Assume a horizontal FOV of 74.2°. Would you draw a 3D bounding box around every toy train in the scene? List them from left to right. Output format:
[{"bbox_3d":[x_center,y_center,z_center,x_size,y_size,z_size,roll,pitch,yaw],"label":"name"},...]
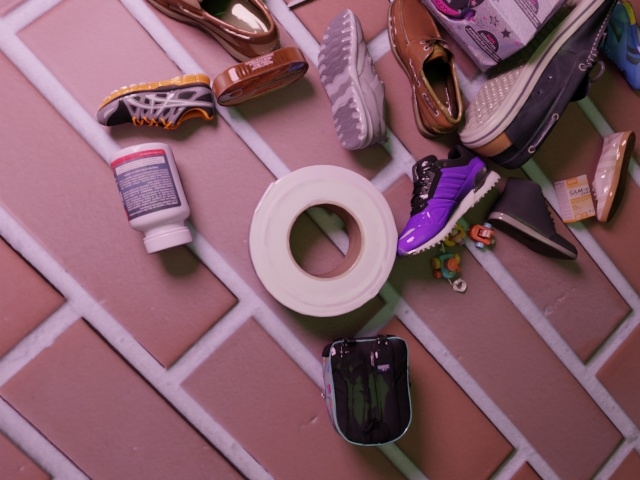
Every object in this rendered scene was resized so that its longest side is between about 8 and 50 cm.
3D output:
[{"bbox_3d":[0.314,0.024,0.916,0.125,0.046,0.166,28,83,-10],"label":"toy train"}]

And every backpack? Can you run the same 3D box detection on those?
[{"bbox_3d":[0.086,0.287,0.809,0.165,0.144,0.189,-1,66,-14],"label":"backpack"}]

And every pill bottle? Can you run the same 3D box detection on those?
[{"bbox_3d":[-0.296,-0.072,0.758,0.107,0.108,0.180,-17,92,-12],"label":"pill bottle"}]

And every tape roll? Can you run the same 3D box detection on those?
[{"bbox_3d":[0.000,0.000,0.824,0.285,0.100,0.287,0,90,-12],"label":"tape roll"}]

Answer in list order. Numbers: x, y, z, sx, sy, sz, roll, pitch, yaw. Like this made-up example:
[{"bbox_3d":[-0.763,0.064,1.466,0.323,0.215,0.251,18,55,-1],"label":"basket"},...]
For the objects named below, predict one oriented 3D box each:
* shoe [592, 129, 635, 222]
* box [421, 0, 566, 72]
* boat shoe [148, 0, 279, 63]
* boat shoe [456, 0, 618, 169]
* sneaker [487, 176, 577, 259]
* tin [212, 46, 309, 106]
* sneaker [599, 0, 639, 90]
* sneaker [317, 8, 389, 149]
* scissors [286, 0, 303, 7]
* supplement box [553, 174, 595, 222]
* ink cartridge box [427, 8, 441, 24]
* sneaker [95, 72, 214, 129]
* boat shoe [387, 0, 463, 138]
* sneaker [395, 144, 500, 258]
[{"bbox_3d":[0.680,-0.149,0.997,0.076,0.058,0.219,15,90,-42],"label":"shoe"},{"bbox_3d":[0.321,-0.488,0.814,0.247,0.142,0.163,44,81,-9],"label":"box"},{"bbox_3d":[-0.210,-0.458,0.775,0.323,0.120,0.123,30,83,-10],"label":"boat shoe"},{"bbox_3d":[0.486,-0.364,0.896,0.156,0.186,0.500,38,84,-18],"label":"boat shoe"},{"bbox_3d":[0.491,-0.047,0.936,0.221,0.083,0.118,29,83,-9],"label":"sneaker"},{"bbox_3d":[-0.114,-0.309,0.803,0.189,0.106,0.040,-25,87,-12],"label":"tin"},{"bbox_3d":[0.709,-0.448,1.006,0.082,0.069,0.210,-22,104,21],"label":"sneaker"},{"bbox_3d":[0.073,-0.319,0.862,0.115,0.105,0.282,-6,88,-42],"label":"sneaker"},{"bbox_3d":[0.062,-0.551,0.884,0.109,0.021,0.297,43,80,-10],"label":"scissors"},{"bbox_3d":[0.589,-0.096,0.981,0.062,0.036,0.099,-16,92,-12],"label":"supplement box"},{"bbox_3d":[0.306,-0.558,0.916,0.104,0.060,0.180,22,85,-10],"label":"ink cartridge box"},{"bbox_3d":[-0.297,-0.241,0.775,0.214,0.084,0.083,-20,98,-12],"label":"sneaker"},{"bbox_3d":[0.229,-0.373,0.874,0.110,0.104,0.308,-21,93,-11],"label":"boat shoe"},{"bbox_3d":[0.227,-0.091,0.875,0.293,0.102,0.146,-42,93,-20],"label":"sneaker"}]
